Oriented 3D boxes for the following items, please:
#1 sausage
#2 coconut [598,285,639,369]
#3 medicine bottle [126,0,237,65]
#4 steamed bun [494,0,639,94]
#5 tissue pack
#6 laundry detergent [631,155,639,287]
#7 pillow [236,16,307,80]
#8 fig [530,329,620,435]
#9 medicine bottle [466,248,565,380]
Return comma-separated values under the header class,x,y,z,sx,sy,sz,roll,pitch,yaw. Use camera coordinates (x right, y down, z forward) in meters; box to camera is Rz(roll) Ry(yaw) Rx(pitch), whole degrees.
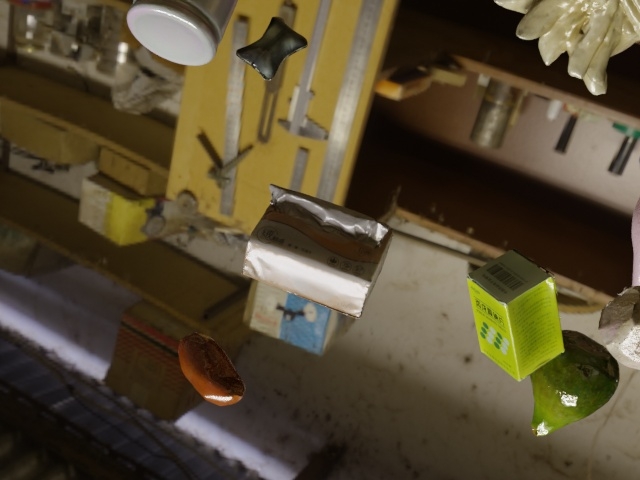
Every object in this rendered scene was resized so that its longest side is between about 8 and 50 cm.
class,x,y,z,sx,sy,sz,roll,pitch,yaw
sausage,-0.209,0.252,1.523,0.089,0.089,0.179,-9,-137,-41
coconut,0.444,0.124,1.111,0.110,0.124,0.110,15,-132,-17
medicine bottle,-0.268,-0.561,1.711,0.202,0.202,0.316,17,-110,4
steamed bun,0.426,-0.389,1.253,0.428,0.189,0.247,46,-137,-4
tissue pack,0.000,0.000,1.845,0.305,0.239,0.238,20,-154,10
laundry detergent,0.582,0.004,1.354,0.159,0.335,0.087,-29,-150,-36
pillow,-0.097,-0.392,1.611,0.136,0.091,0.055,-46,-161,-24
fig,0.581,0.358,1.881,0.206,0.275,0.206,15,-159,-6
medicine bottle,0.429,0.164,1.749,0.141,0.250,0.137,-29,-144,-13
